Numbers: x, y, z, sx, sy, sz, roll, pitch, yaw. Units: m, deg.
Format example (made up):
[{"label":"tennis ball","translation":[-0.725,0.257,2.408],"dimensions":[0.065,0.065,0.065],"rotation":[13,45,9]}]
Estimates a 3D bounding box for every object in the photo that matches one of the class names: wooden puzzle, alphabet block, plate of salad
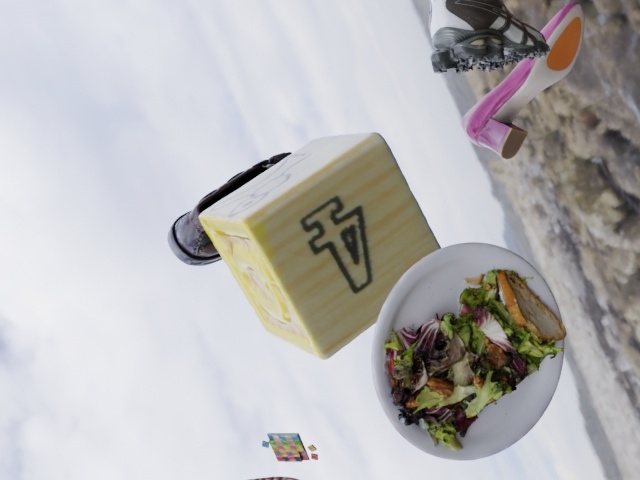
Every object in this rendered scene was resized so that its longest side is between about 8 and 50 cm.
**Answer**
[{"label":"wooden puzzle","translation":[-0.044,0.287,1.197],"dimensions":[0.006,0.083,0.049],"rotation":[-58,-46,-52]},{"label":"alphabet block","translation":[0.000,0.000,1.051],"dimensions":[0.193,0.197,0.192],"rotation":[60,162,-15]},{"label":"plate of salad","translation":[0.141,0.101,0.776],"dimensions":[0.199,0.200,0.048],"rotation":[62,163,-13]}]

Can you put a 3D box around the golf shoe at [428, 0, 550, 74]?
[{"label":"golf shoe","translation":[0.172,-0.220,0.874],"dimensions":[0.198,0.077,0.093],"rotation":[-16,-87,-56]}]

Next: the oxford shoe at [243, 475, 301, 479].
[{"label":"oxford shoe","translation":[-0.203,0.508,1.476],"dimensions":[0.140,0.397,0.146],"rotation":[-72,-25,-66]}]

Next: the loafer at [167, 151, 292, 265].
[{"label":"loafer","translation":[-0.081,-0.060,1.240],"dimensions":[0.302,0.095,0.109],"rotation":[-32,-102,-38]}]

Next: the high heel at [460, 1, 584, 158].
[{"label":"high heel","translation":[0.293,-0.246,1.276],"dimensions":[0.082,0.244,0.117],"rotation":[4,-152,-36]}]
